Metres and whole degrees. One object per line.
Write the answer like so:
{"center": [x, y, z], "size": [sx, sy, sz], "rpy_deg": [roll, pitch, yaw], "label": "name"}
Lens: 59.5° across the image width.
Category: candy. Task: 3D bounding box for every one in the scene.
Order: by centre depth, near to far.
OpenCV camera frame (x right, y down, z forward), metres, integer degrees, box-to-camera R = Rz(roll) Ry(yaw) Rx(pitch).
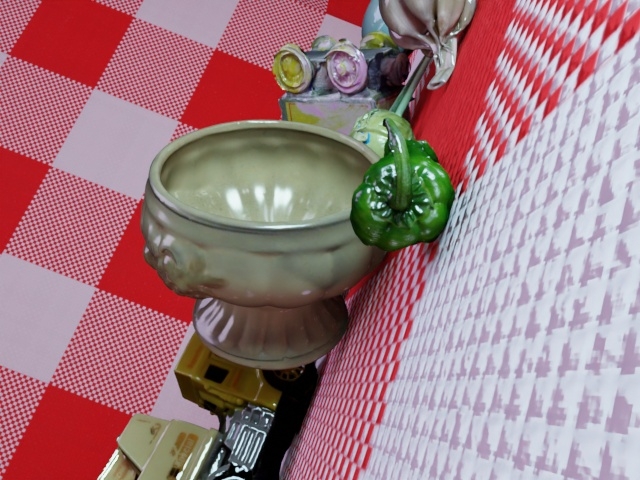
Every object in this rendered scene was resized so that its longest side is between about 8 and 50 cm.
{"center": [0.141, -0.237, 0.859], "size": [0.335, 0.092, 0.093], "rpy_deg": [-60, 11, -23], "label": "candy"}

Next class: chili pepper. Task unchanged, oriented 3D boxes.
{"center": [0.066, -0.044, 0.456], "size": [0.257, 0.074, 0.100], "rpy_deg": [-69, 0, -75], "label": "chili pepper"}

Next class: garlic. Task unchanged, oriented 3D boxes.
{"center": [0.141, -0.286, 0.738], "size": [0.131, 0.127, 0.194], "rpy_deg": [137, 135, -79], "label": "garlic"}

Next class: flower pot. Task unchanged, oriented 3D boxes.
{"center": [-0.065, 0.011, 0.710], "size": [0.307, 0.308, 0.244], "rpy_deg": [-70, -14, -56], "label": "flower pot"}

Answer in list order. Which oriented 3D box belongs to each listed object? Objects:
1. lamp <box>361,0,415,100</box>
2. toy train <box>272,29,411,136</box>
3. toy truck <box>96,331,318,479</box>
{"center": [0.151, -0.394, 1.044], "size": [0.209, 0.147, 0.284], "rpy_deg": [-48, -19, -72], "label": "lamp"}
{"center": [0.031, -0.263, 0.976], "size": [0.134, 0.261, 0.177], "rpy_deg": [-32, -56, -44], "label": "toy train"}
{"center": [-0.166, 0.307, 0.817], "size": [0.180, 0.254, 0.405], "rpy_deg": [105, -172, -57], "label": "toy truck"}
